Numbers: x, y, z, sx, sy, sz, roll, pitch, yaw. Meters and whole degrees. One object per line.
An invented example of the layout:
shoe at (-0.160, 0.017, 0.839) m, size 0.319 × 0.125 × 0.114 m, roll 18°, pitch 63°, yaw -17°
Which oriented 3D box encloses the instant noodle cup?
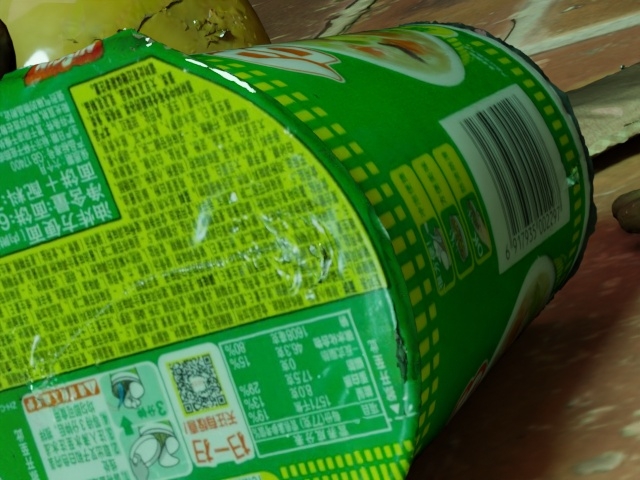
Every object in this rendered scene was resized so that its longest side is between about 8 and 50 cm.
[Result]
instant noodle cup at (0.000, 0.000, 0.766) m, size 0.207 × 0.207 × 0.232 m, roll -11°, pitch 10°, yaw 34°

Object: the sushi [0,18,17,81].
sushi at (-0.327, 0.024, 0.908) m, size 0.417 × 0.176 × 0.417 m, roll -39°, pitch 12°, yaw 10°

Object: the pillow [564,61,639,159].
pillow at (0.169, -0.075, 1.107) m, size 0.211 × 0.034 × 0.135 m, roll -22°, pitch 11°, yaw -10°

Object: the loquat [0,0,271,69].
loquat at (-0.132, -0.070, 1.120) m, size 0.235 × 0.235 × 0.235 m, roll -19°, pitch 14°, yaw 5°

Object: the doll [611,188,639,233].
doll at (0.170, -0.018, 0.906) m, size 0.061 × 0.051 × 0.093 m, roll -27°, pitch -14°, yaw -19°
